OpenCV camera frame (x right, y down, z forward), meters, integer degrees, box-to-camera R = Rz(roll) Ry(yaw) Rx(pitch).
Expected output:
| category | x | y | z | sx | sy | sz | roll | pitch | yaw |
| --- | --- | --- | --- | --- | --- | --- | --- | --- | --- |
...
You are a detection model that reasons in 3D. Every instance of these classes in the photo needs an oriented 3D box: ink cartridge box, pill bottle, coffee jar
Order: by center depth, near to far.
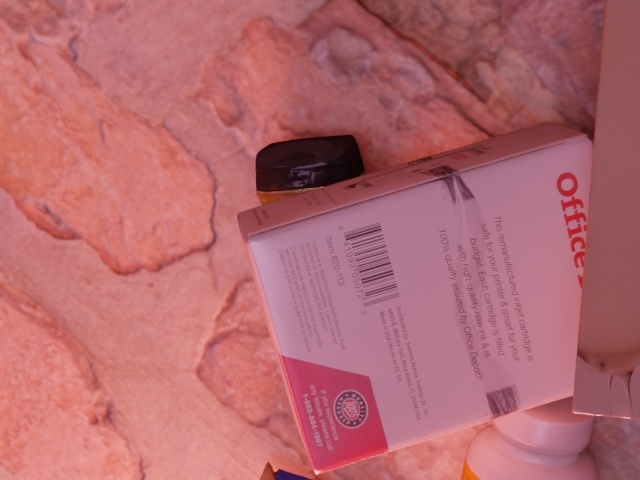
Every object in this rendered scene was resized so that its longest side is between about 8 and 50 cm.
| category | x | y | z | sx | sy | sz | roll | pitch | yaw |
| --- | --- | --- | --- | --- | --- | --- | --- | --- | --- |
| ink cartridge box | 0.096 | 0.042 | 1.017 | 0.283 | 0.117 | 0.207 | -16 | 103 | -4 |
| coffee jar | 0.000 | 0.000 | 1.102 | 0.096 | 0.079 | 0.184 | -5 | 105 | 16 |
| pill bottle | 0.180 | 0.234 | 1.103 | 0.117 | 0.117 | 0.208 | 13 | 110 | 11 |

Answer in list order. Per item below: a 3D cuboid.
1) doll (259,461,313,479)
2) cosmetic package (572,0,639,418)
| category | x | y | z | sx | sy | sz | roll | pitch | yaw |
| --- | --- | --- | --- | --- | --- | --- | --- | --- | --- |
| doll | 0.018 | 0.288 | 1.204 | 0.189 | 0.046 | 0.129 | 24 | 102 | 1 |
| cosmetic package | 0.284 | -0.019 | 0.897 | 0.160 | 0.113 | 0.309 | 1 | 81 | 34 |
